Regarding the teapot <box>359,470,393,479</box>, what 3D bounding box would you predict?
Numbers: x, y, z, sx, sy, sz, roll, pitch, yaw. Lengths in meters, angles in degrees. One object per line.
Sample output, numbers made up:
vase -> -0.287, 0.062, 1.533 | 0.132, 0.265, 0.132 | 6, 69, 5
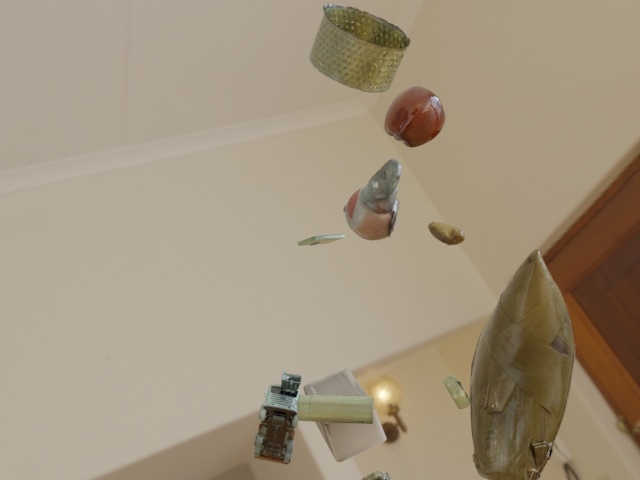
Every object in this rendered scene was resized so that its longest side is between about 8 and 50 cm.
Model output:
teapot -> 0.125, 0.771, 2.165 | 0.200, 0.077, 0.107 | -31, -63, 5

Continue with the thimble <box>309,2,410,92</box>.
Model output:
thimble -> 0.106, -0.551, 2.035 | 0.271, 0.271, 0.150 | -8, -46, -40

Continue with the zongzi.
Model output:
zongzi -> 0.278, 0.189, 0.998 | 0.145, 0.274, 0.300 | 8, -23, 19

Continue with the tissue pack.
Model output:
tissue pack -> 0.065, 0.502, 2.084 | 0.159, 0.136, 0.246 | -22, 19, -9

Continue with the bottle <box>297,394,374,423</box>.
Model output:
bottle -> 0.041, 0.449, 1.895 | 0.201, 0.072, 0.072 | 0, -24, 6

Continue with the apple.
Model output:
apple -> 0.360, -0.467, 2.704 | 0.234, 0.234, 0.234 | -25, -24, -12

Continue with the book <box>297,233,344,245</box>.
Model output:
book -> 0.000, 0.000, 2.415 | 0.135, 0.017, 0.103 | -5, -10, -41

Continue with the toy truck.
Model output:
toy truck -> -0.138, 0.591, 2.403 | 0.133, 0.184, 0.338 | 11, -52, 0

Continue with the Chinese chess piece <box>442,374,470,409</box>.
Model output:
Chinese chess piece -> 0.321, 0.356, 1.676 | 0.034, 0.084, 0.084 | -30, -24, 1

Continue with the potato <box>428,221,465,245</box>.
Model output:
potato -> 0.291, -0.014, 1.648 | 0.045, 0.092, 0.046 | 3, -75, -67

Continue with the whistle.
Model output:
whistle -> 0.170, -0.127, 2.206 | 0.189, 0.189, 0.348 | -20, -29, -22
